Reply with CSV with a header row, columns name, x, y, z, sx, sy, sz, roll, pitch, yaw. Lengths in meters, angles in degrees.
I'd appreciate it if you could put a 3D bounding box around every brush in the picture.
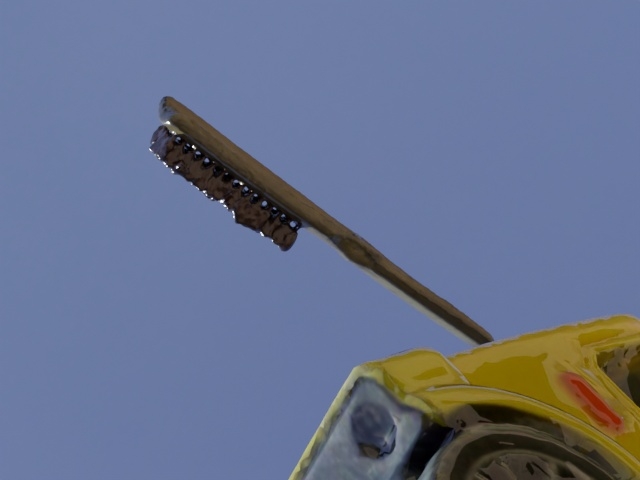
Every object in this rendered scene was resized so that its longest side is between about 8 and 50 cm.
name,x,y,z,sx,sy,sz,roll,pitch,yaw
brush,0.000,0.000,1.137,0.248,0.036,0.043,35,-168,-23

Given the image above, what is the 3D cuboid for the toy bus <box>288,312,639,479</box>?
name,x,y,z,sx,sy,sz,roll,pitch,yaw
toy bus,0.117,0.170,0.418,0.152,0.144,0.330,-14,-128,-46
